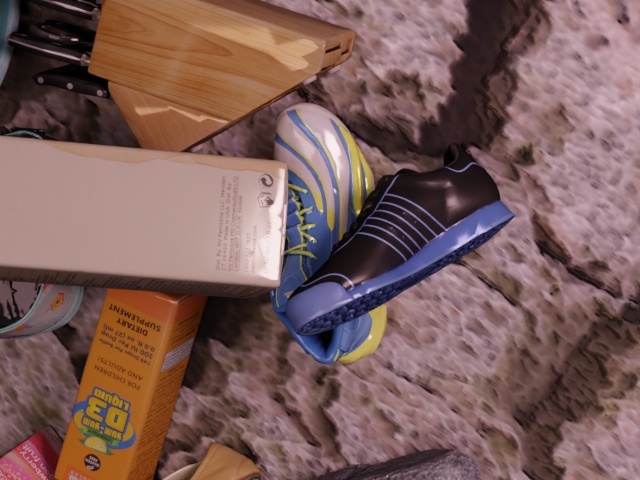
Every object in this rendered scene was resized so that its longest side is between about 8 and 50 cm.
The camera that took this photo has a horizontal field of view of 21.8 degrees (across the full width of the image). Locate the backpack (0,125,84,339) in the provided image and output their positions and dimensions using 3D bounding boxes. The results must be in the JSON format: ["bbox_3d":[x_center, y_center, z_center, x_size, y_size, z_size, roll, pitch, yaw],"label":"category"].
[{"bbox_3d":[-0.299,0.002,1.565,0.166,0.144,0.188,-6,76,19],"label":"backpack"}]

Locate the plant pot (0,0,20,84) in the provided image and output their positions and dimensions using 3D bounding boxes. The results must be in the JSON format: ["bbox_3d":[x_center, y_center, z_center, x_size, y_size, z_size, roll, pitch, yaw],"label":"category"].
[{"bbox_3d":[-0.505,-0.245,1.489,0.334,0.341,0.341,-5,102,25],"label":"plant pot"}]

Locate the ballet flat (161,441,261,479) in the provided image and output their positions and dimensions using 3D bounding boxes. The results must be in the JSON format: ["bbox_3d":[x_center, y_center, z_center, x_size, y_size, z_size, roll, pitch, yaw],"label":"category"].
[{"bbox_3d":[-0.156,0.282,1.576,0.073,0.232,0.080,40,153,19],"label":"ballet flat"}]

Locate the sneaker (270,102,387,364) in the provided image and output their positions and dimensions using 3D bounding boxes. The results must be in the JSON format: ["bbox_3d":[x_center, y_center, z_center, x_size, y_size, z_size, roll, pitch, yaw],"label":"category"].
[{"bbox_3d":[0.000,0.000,1.474,0.091,0.126,0.240,-13,99,22],"label":"sneaker"}]

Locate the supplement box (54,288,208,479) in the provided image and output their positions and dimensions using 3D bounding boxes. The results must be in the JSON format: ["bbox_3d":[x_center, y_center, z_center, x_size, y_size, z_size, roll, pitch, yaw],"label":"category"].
[{"bbox_3d":[-0.182,0.137,1.602,0.078,0.080,0.233,23,112,15],"label":"supplement box"}]

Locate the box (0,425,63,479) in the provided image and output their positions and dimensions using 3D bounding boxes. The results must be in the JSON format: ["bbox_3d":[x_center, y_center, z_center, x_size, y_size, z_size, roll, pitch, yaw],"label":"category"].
[{"bbox_3d":[-0.258,0.357,1.643,0.142,0.154,0.300,-39,88,24],"label":"box"}]

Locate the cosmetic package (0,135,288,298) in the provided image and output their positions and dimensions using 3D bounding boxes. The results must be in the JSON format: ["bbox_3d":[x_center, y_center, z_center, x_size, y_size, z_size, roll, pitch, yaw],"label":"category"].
[{"bbox_3d":[-0.194,-0.018,1.426,0.309,0.160,0.113,6,83,-12],"label":"cosmetic package"}]

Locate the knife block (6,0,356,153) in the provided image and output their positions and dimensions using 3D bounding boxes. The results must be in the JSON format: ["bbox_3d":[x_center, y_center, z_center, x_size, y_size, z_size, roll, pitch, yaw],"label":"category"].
[{"bbox_3d":[-0.141,-0.204,1.494,0.275,0.088,0.242,-27,94,24],"label":"knife block"}]

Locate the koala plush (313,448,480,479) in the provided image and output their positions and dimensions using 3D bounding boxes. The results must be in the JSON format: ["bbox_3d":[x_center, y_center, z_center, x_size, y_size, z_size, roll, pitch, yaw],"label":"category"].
[{"bbox_3d":[0.052,0.329,1.517,0.203,0.196,0.221,-13,99,34],"label":"koala plush"}]

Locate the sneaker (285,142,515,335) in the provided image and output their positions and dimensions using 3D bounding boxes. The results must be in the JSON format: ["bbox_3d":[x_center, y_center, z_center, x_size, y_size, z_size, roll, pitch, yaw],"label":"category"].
[{"bbox_3d":[0.054,-0.002,1.425,0.090,0.232,0.081,56,154,12],"label":"sneaker"}]
